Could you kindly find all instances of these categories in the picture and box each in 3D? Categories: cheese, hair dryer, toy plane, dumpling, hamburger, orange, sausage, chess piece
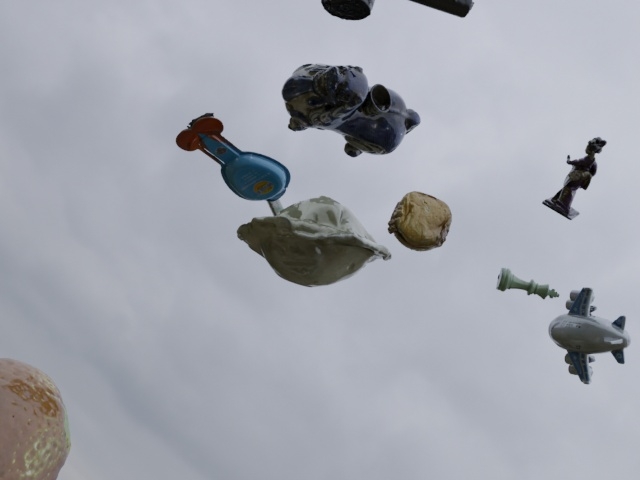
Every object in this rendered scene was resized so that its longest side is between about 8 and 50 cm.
[{"bbox_3d":[-0.138,-0.131,1.334,0.256,0.106,0.037,38,29,-47],"label":"cheese"},{"bbox_3d":[0.147,-0.449,1.373,0.251,0.197,0.089,20,-13,-8],"label":"hair dryer"},{"bbox_3d":[0.731,0.258,2.174,0.267,0.123,0.266,-2,-93,60],"label":"toy plane"},{"bbox_3d":[0.000,0.000,1.277,0.258,0.147,0.193,12,-13,-18],"label":"dumpling"},{"bbox_3d":[0.241,-0.043,1.924,0.147,0.138,0.083,20,-27,1],"label":"hamburger"},{"bbox_3d":[-0.468,0.289,0.973,0.263,0.334,0.196,5,-27,28],"label":"orange"},{"bbox_3d":[-0.105,-0.074,1.953,0.033,0.033,0.269,64,-2,-31],"label":"sausage"},{"bbox_3d":[0.501,0.113,1.913,0.149,0.059,0.059,18,-32,6],"label":"chess piece"}]

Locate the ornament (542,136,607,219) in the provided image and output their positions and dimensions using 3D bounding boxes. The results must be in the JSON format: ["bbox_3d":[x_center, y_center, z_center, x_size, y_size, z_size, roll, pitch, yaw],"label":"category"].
[{"bbox_3d":[0.603,-0.158,1.879,0.081,0.088,0.203,28,-62,24],"label":"ornament"}]

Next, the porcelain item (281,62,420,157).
[{"bbox_3d":[0.067,-0.259,1.512,0.288,0.138,0.186,17,-18,-37],"label":"porcelain item"}]
